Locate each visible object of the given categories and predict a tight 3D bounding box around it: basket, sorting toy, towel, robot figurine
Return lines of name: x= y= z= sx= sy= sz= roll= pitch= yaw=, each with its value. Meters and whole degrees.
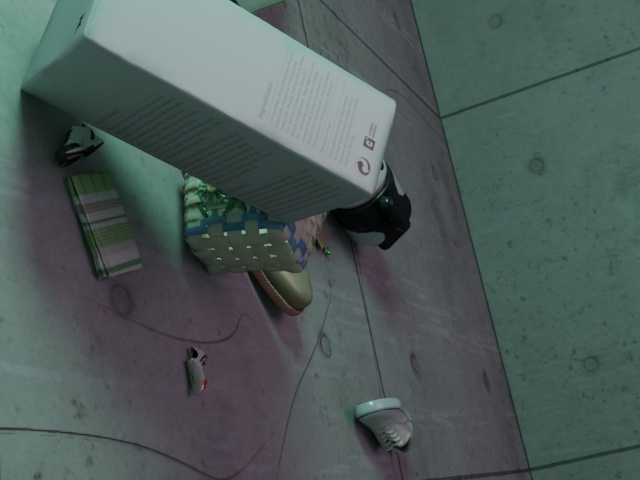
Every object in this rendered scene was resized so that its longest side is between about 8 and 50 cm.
basket: x=-0.100 y=-0.094 z=1.704 sx=0.201 sy=0.254 sz=0.289 roll=66 pitch=25 yaw=-49
sorting toy: x=0.000 y=0.000 z=2.237 sx=0.083 sy=0.012 sz=0.062 roll=65 pitch=16 yaw=-10
towel: x=-0.307 y=-0.023 z=1.439 sx=0.152 sy=0.023 sz=0.113 roll=70 pitch=18 yaw=0
robot figurine: x=0.110 y=-0.100 z=2.374 sx=0.278 sy=0.209 sz=0.174 roll=52 pitch=41 yaw=-44

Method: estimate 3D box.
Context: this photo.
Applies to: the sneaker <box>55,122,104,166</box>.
sneaker: x=-0.345 y=-0.134 z=1.414 sx=0.044 sy=0.040 sz=0.109 roll=52 pitch=19 yaw=-6

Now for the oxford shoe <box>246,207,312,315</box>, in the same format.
oxford shoe: x=-0.078 y=-0.055 z=1.879 sx=0.140 sy=0.146 sz=0.397 roll=-37 pitch=109 yaw=-70

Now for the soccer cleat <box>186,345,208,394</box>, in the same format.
soccer cleat: x=-0.190 y=0.198 z=1.547 sx=0.035 sy=0.029 sz=0.083 roll=44 pitch=30 yaw=-37

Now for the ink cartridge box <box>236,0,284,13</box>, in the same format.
ink cartridge box: x=-0.164 y=-0.727 z=2.189 sx=0.279 sy=0.160 sz=0.385 roll=50 pitch=27 yaw=-49

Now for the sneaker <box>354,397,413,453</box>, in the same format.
sneaker: x=0.149 y=0.400 z=2.172 sx=0.258 sy=0.094 sz=0.091 roll=38 pitch=35 yaw=-59

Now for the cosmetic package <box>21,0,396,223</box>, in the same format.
cosmetic package: x=-0.146 y=-0.199 z=1.404 sx=0.453 sy=0.230 sz=0.161 roll=27 pitch=67 yaw=-28
